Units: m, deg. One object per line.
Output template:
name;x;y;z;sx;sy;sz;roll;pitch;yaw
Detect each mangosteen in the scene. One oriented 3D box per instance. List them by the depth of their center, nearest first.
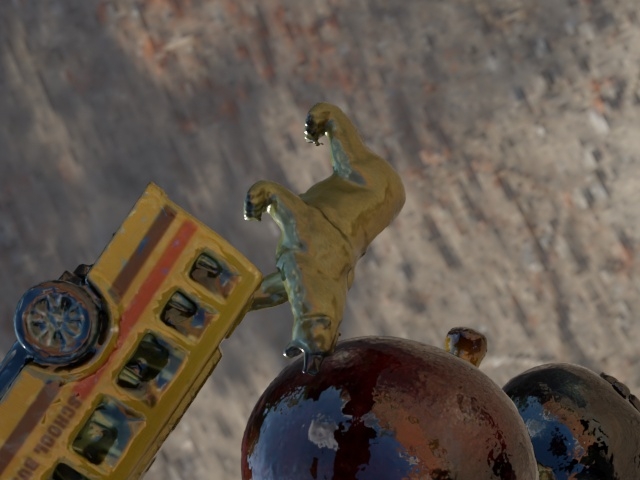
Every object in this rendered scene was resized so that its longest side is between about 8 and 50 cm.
mangosteen;0.069;0.163;1.316;0.235;0.261;0.235;19;134;21
mangosteen;0.274;0.253;1.952;0.243;0.243;0.243;41;145;37

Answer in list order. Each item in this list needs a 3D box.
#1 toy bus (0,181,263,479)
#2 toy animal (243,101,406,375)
toy bus;-0.169;0.126;1.036;0.123;0.335;0.121;34;173;-5
toy animal;0.000;0.000;1.246;0.101;0.219;0.103;19;132;15
